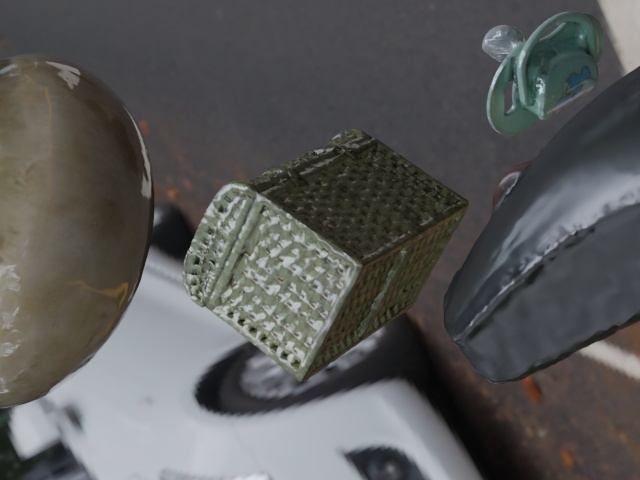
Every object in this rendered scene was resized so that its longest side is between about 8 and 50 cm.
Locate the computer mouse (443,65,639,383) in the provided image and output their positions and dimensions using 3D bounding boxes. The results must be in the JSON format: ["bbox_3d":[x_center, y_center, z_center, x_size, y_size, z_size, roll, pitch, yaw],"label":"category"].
[{"bbox_3d":[0.172,-0.036,0.777,0.269,0.170,0.100,-34,93,37],"label":"computer mouse"}]

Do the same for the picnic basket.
[{"bbox_3d":[0.000,0.000,1.331,0.154,0.196,0.134,38,124,17],"label":"picnic basket"}]

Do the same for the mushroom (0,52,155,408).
[{"bbox_3d":[-0.195,-0.013,0.842,0.204,0.204,0.204,56,163,27],"label":"mushroom"}]

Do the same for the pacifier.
[{"bbox_3d":[0.200,-0.174,1.476,0.116,0.150,0.126,43,158,35],"label":"pacifier"}]
